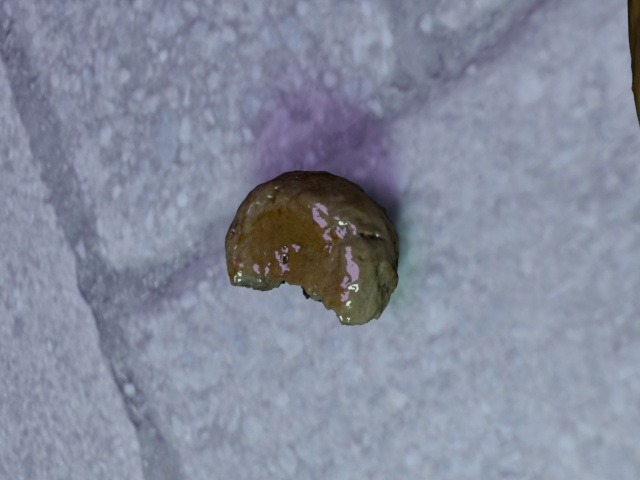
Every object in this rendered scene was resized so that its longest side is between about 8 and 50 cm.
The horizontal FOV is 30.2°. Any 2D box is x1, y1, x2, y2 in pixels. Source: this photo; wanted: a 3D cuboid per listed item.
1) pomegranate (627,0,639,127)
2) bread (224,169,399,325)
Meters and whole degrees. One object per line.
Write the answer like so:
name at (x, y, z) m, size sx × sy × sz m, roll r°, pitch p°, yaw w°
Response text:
pomegranate at (0.246, -0.072, 0.351) m, size 0.322 × 0.322 × 0.322 m, roll 1°, pitch 91°, yaw 40°
bread at (0.000, 0.000, 0.698) m, size 0.113 × 0.060 × 0.082 m, roll 20°, pitch 104°, yaw 36°
